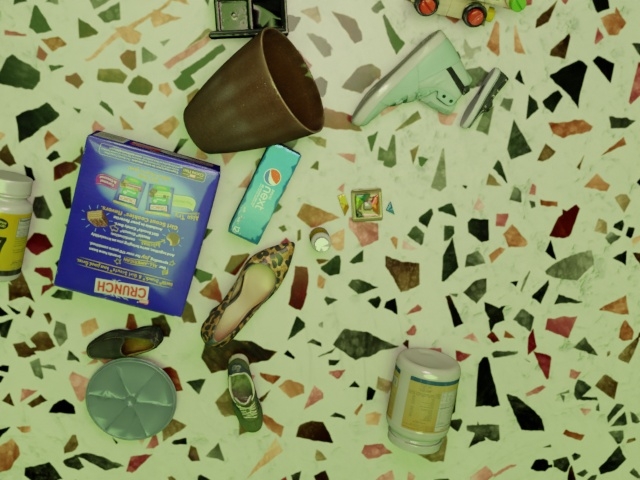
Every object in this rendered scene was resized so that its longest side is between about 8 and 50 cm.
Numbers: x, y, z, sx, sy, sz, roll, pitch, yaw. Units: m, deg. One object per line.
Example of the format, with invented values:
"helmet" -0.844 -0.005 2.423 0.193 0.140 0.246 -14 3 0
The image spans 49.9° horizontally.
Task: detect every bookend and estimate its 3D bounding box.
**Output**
"bookend" -0.144 -0.479 1.347 0.156 0.072 0.157 -3 103 -3

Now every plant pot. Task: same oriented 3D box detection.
"plant pot" -0.146 -0.263 1.338 0.230 0.215 0.215 -22 105 23

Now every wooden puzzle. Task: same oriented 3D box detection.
"wooden puzzle" 0.100 -0.076 1.489 0.116 0.014 0.078 -11 104 -2

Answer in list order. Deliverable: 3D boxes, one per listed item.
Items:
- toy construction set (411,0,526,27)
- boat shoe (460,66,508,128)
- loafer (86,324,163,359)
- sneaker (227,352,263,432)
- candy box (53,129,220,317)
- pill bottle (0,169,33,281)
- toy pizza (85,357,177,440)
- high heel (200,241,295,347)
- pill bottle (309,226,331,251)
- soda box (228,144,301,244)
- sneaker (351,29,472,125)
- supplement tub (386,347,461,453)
"toy construction set" 0.281 -0.538 1.326 0.328 0.151 0.215 18 126 0
"boat shoe" 0.344 -0.293 1.441 0.040 0.049 0.142 30 97 -11
"loafer" -0.429 0.226 1.492 0.170 0.061 0.062 -16 105 0
"sneaker" -0.171 0.354 1.529 0.064 0.086 0.192 -11 104 -2
"candy box" -0.371 -0.033 1.407 0.268 0.122 0.317 16 100 -9
"pill bottle" -0.651 -0.032 1.387 0.119 0.119 0.208 14 101 -7
"toy pizza" -0.421 0.352 1.537 0.201 0.032 0.201 -1 104 -3
"high heel" -0.141 0.113 1.424 0.261 0.186 0.093 -45 102 6
"pill bottle" 0.000 0.000 1.462 0.043 0.083 0.043 -1 103 -4
"soda box" -0.118 -0.102 1.438 0.071 0.067 0.210 25 100 -10
"sneaker" 0.193 -0.288 1.407 0.256 0.094 0.151 -41 106 7
"supplement tub" 0.225 0.355 1.530 0.144 0.144 0.199 8 103 -6
